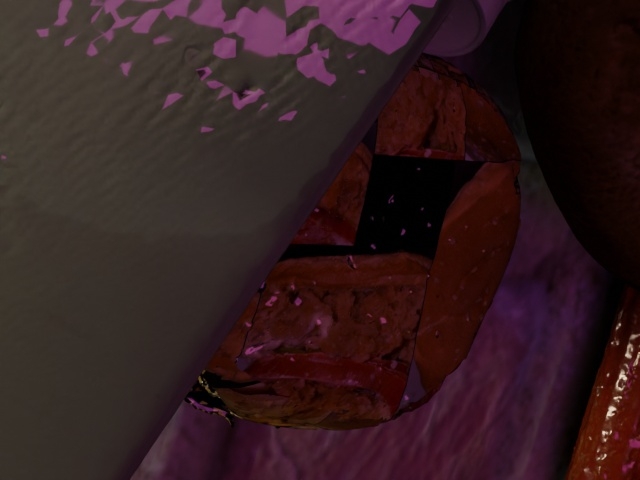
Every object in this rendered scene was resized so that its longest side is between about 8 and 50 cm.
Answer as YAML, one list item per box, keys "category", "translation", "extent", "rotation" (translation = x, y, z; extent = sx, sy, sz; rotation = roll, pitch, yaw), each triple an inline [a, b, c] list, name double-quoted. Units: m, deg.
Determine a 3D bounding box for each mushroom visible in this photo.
- category: "mushroom"
  translation: [0.211, -0.086, 0.824]
  extent: [0.253, 0.153, 0.253]
  rotation: [5, 82, -36]

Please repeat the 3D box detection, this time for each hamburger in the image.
- category: "hamburger"
  translation: [0.000, 0.000, 0.793]
  extent: [0.231, 0.107, 0.231]
  rotation: [-10, 109, -32]

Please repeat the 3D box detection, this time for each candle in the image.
- category: "candle"
  translation: [0.198, 0.106, 0.954]
  extent: [0.084, 0.059, 0.302]
  rotation: [-2, 110, -39]

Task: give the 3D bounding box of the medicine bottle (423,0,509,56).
- category: "medicine bottle"
  translation: [0.075, -0.158, 0.762]
  extent: [0.080, 0.080, 0.130]
  rotation: [50, 55, -31]

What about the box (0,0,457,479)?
- category: "box"
  translation: [-0.177, -0.081, 0.571]
  extent: [0.343, 0.177, 0.352]
  rotation: [30, 103, -22]
